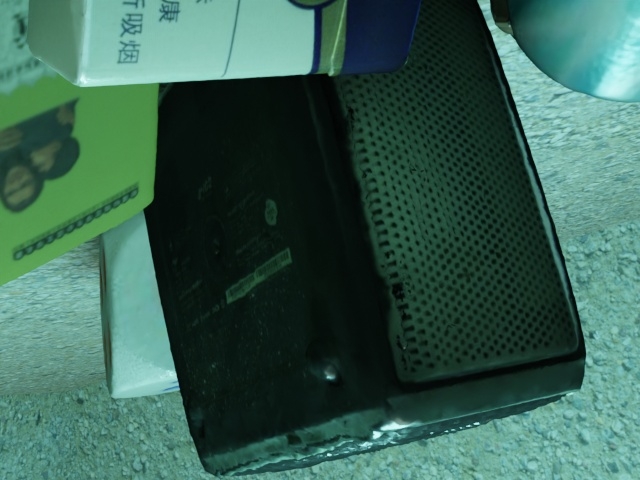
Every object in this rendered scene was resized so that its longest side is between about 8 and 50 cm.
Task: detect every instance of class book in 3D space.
[{"bbox_3d":[-0.197,-0.104,0.528,0.239,0.035,0.352,-32,149,-35],"label":"book"}]

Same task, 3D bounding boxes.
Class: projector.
[{"bbox_3d":[0.000,0.000,0.803,0.242,0.405,0.395,-5,164,-32],"label":"projector"}]

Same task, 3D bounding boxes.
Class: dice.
[{"bbox_3d":[-0.215,0.093,1.305,0.243,0.259,0.251,-6,166,-18],"label":"dice"}]

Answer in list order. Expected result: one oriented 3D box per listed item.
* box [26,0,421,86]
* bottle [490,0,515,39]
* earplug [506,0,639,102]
[{"bbox_3d":[-0.037,-0.182,0.506,0.259,0.071,0.168,-12,125,-39],"label":"box"},{"bbox_3d":[0.217,-0.219,0.791,0.152,0.098,0.099,0,161,-39],"label":"bottle"},{"bbox_3d":[0.245,-0.248,0.563,0.185,0.185,0.324,-12,161,-3],"label":"earplug"}]
